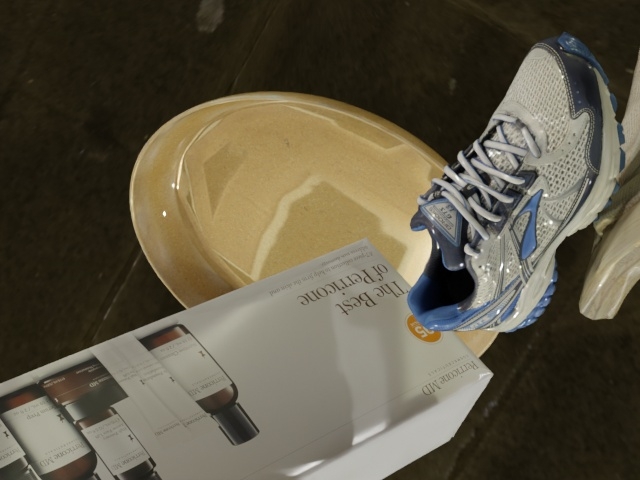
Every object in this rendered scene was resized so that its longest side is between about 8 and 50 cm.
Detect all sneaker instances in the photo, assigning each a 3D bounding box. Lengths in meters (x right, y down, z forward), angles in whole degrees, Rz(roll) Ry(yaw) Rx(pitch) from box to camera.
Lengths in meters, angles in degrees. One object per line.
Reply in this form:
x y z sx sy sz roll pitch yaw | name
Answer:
0.066 -0.013 0.446 0.058 0.052 0.135 -11 134 -26 | sneaker

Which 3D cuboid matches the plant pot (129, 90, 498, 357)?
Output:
0.000 0.000 0.727 0.236 0.032 0.236 14 138 13 | plant pot

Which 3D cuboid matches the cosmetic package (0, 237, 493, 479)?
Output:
-0.041 0.081 0.524 0.099 0.239 0.060 49 137 22 | cosmetic package

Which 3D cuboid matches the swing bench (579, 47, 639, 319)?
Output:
0.259 -0.070 0.469 0.254 0.165 0.253 20 62 -3 | swing bench
